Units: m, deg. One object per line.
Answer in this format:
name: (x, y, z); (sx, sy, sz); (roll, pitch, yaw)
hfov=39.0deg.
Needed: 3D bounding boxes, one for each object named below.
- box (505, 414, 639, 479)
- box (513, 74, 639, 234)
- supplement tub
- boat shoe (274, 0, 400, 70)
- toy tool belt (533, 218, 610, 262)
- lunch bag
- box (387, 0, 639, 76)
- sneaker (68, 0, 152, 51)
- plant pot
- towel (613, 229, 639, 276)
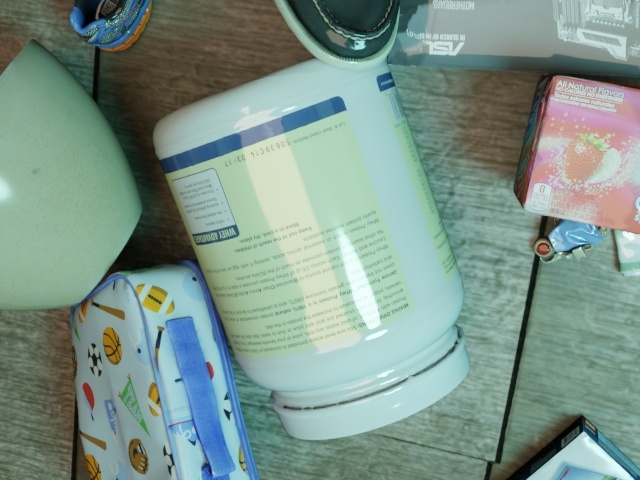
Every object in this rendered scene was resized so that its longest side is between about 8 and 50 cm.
box: (0.259, 0.325, 0.986); (0.159, 0.044, 0.233); (43, 110, 0)
box: (0.312, -0.067, 0.804); (0.256, 0.128, 0.123); (12, 102, 6)
supplement tub: (0.000, 0.000, 0.872); (0.235, 0.235, 0.325); (-17, 99, 18)
boat shoe: (0.018, -0.316, 0.773); (0.127, 0.113, 0.340); (4, 68, -15)
toy tool belt: (0.250, -0.004, 0.903); (0.083, 0.051, 0.052); (-29, 95, 19)
lunch bag: (-0.163, 0.181, 0.945); (0.243, 0.114, 0.304); (-27, 77, 52)
box: (0.220, -0.277, 0.829); (0.307, 0.076, 0.243); (6, 105, 13)
sneaker: (-0.195, -0.295, 0.927); (0.083, 0.087, 0.221); (25, 109, 6)
plant pot: (-0.301, -0.038, 0.943); (0.191, 0.284, 0.284); (35, 111, -19)
towel: (0.343, -0.042, 0.885); (0.113, 0.023, 0.152); (-7, 101, 15)
